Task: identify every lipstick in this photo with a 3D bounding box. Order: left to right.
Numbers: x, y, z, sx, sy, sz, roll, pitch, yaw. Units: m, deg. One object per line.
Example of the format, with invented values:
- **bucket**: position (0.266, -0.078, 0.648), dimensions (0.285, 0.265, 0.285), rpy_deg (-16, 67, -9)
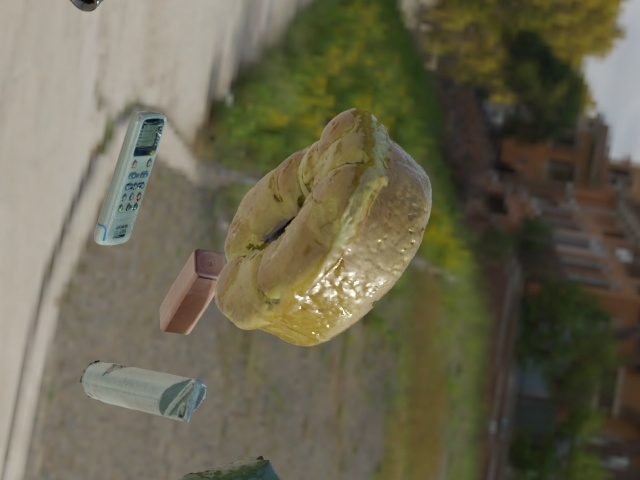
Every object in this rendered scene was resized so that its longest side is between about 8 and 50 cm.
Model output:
- **lipstick**: position (-0.169, 0.068, 2.263), dimensions (0.145, 0.045, 0.045), rpy_deg (126, -34, -49)

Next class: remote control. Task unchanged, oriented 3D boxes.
- **remote control**: position (-0.167, -0.055, 1.505), dimensions (0.053, 0.018, 0.124), rpy_deg (-8, 118, -68)

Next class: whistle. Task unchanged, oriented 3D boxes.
- **whistle**: position (-0.247, 0.209, 2.388), dimensions (0.312, 0.062, 0.062), rpy_deg (3, -98, 59)

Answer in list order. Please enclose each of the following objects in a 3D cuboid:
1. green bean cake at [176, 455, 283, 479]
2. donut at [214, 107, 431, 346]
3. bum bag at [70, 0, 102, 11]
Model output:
- **green bean cake**: position (-0.115, 0.464, 2.217), dimensions (0.300, 0.169, 0.307), rpy_deg (-45, -116, 50)
- **donut**: position (0.000, 0.000, 1.757), dimensions (0.261, 0.128, 0.208), rpy_deg (-38, -150, 43)
- **bum bag**: position (-0.318, -0.392, 1.916), dimensions (0.080, 0.142, 0.326), rpy_deg (-42, -114, 40)
